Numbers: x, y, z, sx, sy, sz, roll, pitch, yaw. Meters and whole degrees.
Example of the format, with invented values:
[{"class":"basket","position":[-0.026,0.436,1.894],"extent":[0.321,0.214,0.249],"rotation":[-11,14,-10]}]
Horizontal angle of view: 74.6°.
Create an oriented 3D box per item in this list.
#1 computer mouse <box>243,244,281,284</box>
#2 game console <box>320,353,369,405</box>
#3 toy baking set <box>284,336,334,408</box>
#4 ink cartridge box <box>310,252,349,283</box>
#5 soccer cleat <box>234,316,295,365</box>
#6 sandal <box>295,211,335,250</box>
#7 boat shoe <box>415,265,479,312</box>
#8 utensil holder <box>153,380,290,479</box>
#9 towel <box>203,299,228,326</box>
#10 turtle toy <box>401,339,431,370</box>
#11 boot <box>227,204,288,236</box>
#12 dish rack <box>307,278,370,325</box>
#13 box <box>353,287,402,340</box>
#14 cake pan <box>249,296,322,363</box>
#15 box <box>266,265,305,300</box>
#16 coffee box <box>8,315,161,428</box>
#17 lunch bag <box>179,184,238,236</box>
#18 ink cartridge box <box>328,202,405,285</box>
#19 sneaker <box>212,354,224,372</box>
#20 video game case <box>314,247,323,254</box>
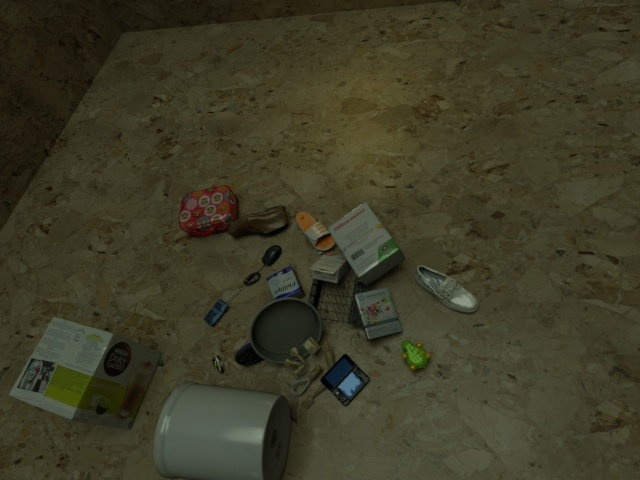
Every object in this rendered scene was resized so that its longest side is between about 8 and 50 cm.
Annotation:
[{"class":"computer mouse","position":[-0.274,0.113,1.966],"extent":[0.071,0.041,0.242],"rotation":[33,76,28]},{"class":"game console","position":[0.095,0.532,1.602],"extent":[0.144,0.085,0.124],"rotation":[-44,59,-9]},{"class":"toy baking set","position":[-0.035,0.517,1.662],"extent":[0.196,0.030,0.256],"rotation":[-18,78,4]},{"class":"ink cartridge box","position":[0.040,0.121,1.788],"extent":[0.115,0.067,0.198],"rotation":[10,21,21]},{"class":"soccer cleat","position":[-0.229,0.402,1.773],"extent":[0.318,0.109,0.116],"rotation":[-39,31,1]},{"class":"sandal","position":[-0.039,-0.054,1.953],"extent":[0.102,0.076,0.265],"rotation":[-41,59,-8]},{"class":"boat shoe","position":[0.495,0.190,1.667],"extent":[0.277,0.096,0.098],"rotation":[30,73,28]},{"class":"utensil holder","position":[-0.333,0.690,1.502],"extent":[0.385,0.328,0.328],"rotation":[0,62,15]},{"class":"towel","position":[-0.476,0.328,1.912],"extent":[0.067,0.029,0.119],"rotation":[28,73,28]},{"class":"turtle toy","position":[0.355,0.431,1.593],"extent":[0.095,0.066,0.130],"rotation":[-35,58,-4]},{"class":"boot","position":[-0.302,-0.066,2.041],"extent":[0.305,0.112,0.115],"rotation":[-20,69,2]},{"class":"dish rack","position":[0.076,0.256,1.770],"extent":[0.271,0.074,0.208],"rotation":[5,65,17]},{"class":"box","position":[0.228,0.293,1.680],"extent":[0.145,0.038,0.186],"rotation":[-10,66,-13]},{"class":"cake pan","position":[-0.139,0.353,1.682],"extent":[0.293,0.293,0.054],"rotation":[-31,22,-2]},{"class":"box","position":[-0.154,0.205,1.862],"extent":[0.126,0.072,0.137],"rotation":[-27,59,1]},{"class":"coffee box","position":[-0.950,0.549,1.747],"extent":[0.338,0.338,0.335],"rotation":[8,64,20]},{"class":"lunch bag","position":[-0.570,-0.136,2.141],"extent":[0.293,0.120,0.258],"rotation":[-10,60,10]},{"class":"ink cartridge box","position":[0.190,0.013,1.757],"extent":[0.201,0.117,0.278],"rotation":[-35,57,6]},{"class":"sneaker","position":[-0.438,0.533,1.792],"extent":[0.035,0.031,0.083],"rotation":[-38,54,9]},{"class":"video game case","position":[0.000,0.000,1.965],"extent":[0.087,0.011,0.122],"rotation":[-33,58,-4]}]
